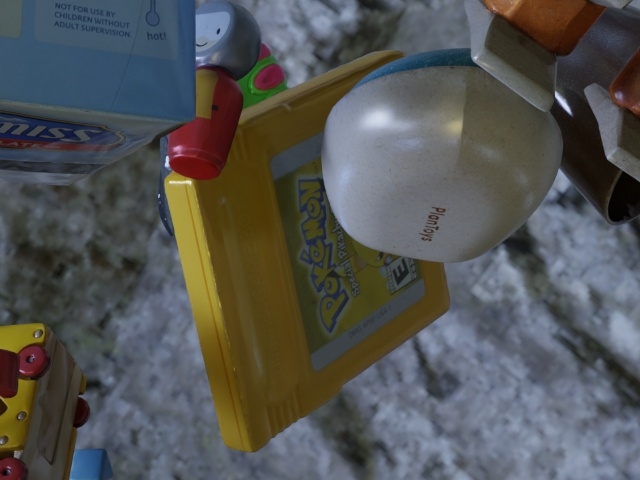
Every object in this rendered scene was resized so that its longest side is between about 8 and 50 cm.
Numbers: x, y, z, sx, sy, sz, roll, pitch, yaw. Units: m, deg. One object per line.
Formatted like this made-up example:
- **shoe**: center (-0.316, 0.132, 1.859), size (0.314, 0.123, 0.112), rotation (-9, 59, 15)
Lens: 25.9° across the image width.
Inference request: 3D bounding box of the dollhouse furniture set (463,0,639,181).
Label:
- **dollhouse furniture set**: center (0.227, -0.141, 0.619), size (0.259, 0.262, 0.135), rotation (33, -159, -11)

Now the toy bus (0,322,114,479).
- **toy bus**: center (-0.258, 0.168, 1.117), size (0.104, 0.191, 0.202), rotation (-5, -172, 14)

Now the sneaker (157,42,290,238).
- **sneaker**: center (-0.096, -0.018, 1.745), size (0.185, 0.202, 0.483), rotation (-3, -102, -25)

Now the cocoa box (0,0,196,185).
- **cocoa box**: center (-0.268, -0.171, 0.805), size (0.347, 0.232, 0.228), rotation (4, 171, -29)

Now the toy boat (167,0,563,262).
- **toy boat**: center (0.036, -0.098, 1.120), size (0.318, 0.267, 0.148), rotation (12, -113, -6)

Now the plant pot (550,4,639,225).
- **plant pot**: center (0.291, -0.170, 1.481), size (0.230, 0.215, 0.215), rotation (42, -159, 25)

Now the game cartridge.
- **game cartridge**: center (0.000, 0.000, 1.293), size (0.052, 0.285, 0.323), rotation (3, -157, 37)
